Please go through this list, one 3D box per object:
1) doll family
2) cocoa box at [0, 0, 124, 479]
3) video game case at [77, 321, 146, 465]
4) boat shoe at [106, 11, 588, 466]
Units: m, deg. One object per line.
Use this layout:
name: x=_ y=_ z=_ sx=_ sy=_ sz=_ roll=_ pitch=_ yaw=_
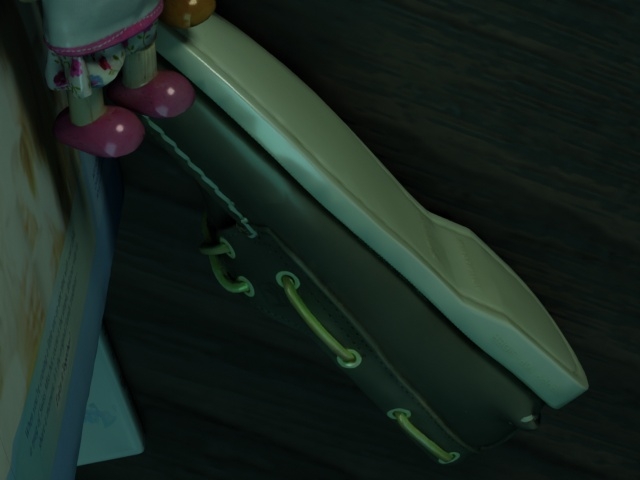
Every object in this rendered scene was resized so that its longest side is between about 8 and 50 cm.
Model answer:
doll family: x=-0.053 y=-0.163 z=0.588 sx=0.118 sy=0.263 sz=0.163 roll=28 pitch=139 yaw=26
cocoa box: x=-0.214 y=-0.016 z=0.574 sx=0.228 sy=0.347 sz=0.231 roll=-8 pitch=121 yaw=3
video game case: x=-0.186 y=0.068 z=0.815 sx=0.157 sy=0.019 sz=0.143 roll=-12 pitch=121 yaw=6
boat shoe: x=0.001 y=0.002 z=0.726 sx=0.091 sy=0.109 sz=0.305 roll=-40 pitch=118 yaw=17
